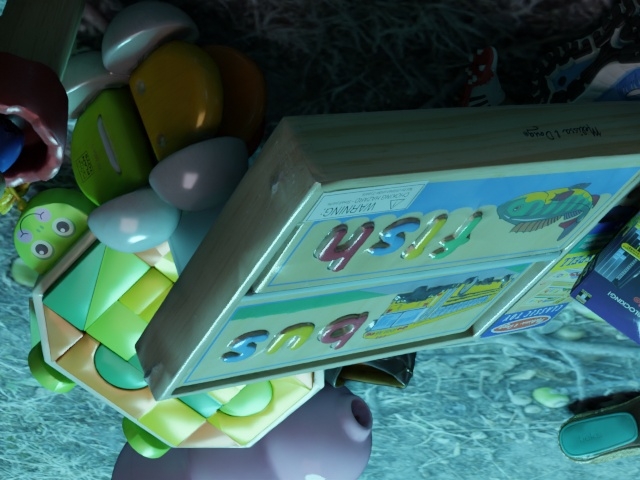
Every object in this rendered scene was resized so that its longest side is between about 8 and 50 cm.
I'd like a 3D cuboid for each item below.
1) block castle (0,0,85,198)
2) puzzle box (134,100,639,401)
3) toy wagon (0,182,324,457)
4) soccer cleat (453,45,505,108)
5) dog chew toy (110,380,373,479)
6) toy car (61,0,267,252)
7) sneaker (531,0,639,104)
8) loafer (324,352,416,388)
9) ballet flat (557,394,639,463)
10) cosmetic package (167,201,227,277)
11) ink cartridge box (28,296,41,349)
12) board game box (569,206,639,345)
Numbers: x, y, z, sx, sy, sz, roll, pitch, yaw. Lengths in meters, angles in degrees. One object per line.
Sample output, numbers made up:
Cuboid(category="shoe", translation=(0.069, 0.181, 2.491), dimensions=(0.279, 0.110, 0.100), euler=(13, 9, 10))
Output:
Cuboid(category="block castle", translation=(-0.393, -0.164, 0.718), dimensions=(0.303, 0.213, 0.453), euler=(-21, 135, 30))
Cuboid(category="puzzle box", translation=(0.091, 0.005, 0.852), dimensions=(0.408, 0.052, 0.272), euler=(-7, 150, -35))
Cuboid(category="toy wagon", translation=(-0.160, 0.061, 1.064), dimensions=(0.344, 0.068, 0.267), euler=(39, 114, -20))
Cuboid(category="soccer cleat", translation=(0.129, -0.120, 0.887), dimensions=(0.035, 0.029, 0.083), euler=(2, 147, -9))
Cuboid(category="dog chew toy", translation=(-0.081, 0.256, 1.289), dimensions=(0.332, 0.207, 0.206), euler=(-32, 130, 29))
Cuboid(category="toy car", translation=(-0.115, -0.088, 0.892), dimensions=(0.182, 0.159, 0.136), euler=(-30, 167, 38))
Cuboid(category="sneaker", translation=(0.235, -0.137, 0.837), dimensions=(0.073, 0.063, 0.162), euler=(13, 151, -42))
Cuboid(category="loafer", translation=(0.016, 0.123, 1.199), dimensions=(0.170, 0.061, 0.062), euler=(-3, 143, 13))
Cuboid(category="ballet flat", translation=(0.365, 0.201, 1.264), dimensions=(0.206, 0.073, 0.067), euler=(-14, 166, 29))
Cuboid(category="cosmetic package", translation=(0.000, 0.000, 0.945), dimensions=(0.231, 0.085, 0.117), euler=(-22, 140, -3))
Cuboid(category="ink cartridge box", translation=(-0.186, 0.084, 1.174), dimensions=(0.209, 0.062, 0.109), euler=(10, 141, -5))
Cuboid(category="board game box", translation=(0.296, 0.041, 0.859), dimensions=(0.170, 0.048, 0.141), euler=(35, 140, 5))
